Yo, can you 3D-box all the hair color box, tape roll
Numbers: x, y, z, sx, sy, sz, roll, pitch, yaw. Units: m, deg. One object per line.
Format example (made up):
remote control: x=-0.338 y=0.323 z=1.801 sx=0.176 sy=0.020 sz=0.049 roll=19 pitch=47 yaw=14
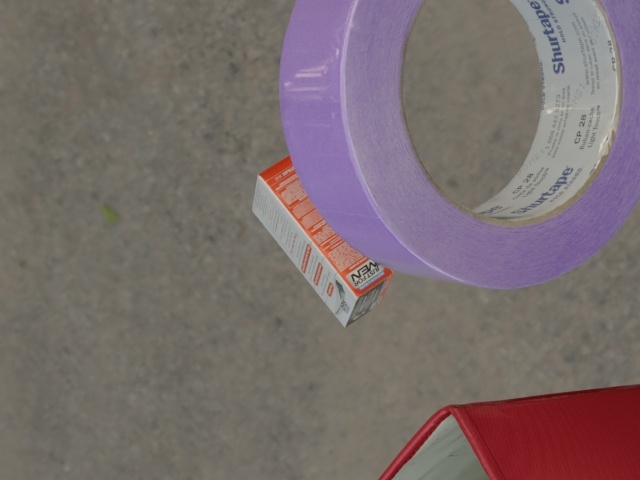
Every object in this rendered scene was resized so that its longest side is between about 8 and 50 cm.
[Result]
hair color box: x=0.000 y=0.000 z=1.351 sx=0.167 sy=0.053 sz=0.093 roll=52 pitch=161 yaw=14
tape roll: x=0.111 y=-0.106 z=0.908 sx=0.090 sy=0.275 sz=0.275 roll=8 pitch=125 yaw=60

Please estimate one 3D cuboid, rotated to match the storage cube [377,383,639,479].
storage cube: x=0.130 y=0.197 z=0.649 sx=0.183 sy=0.193 sz=0.215 roll=-56 pitch=48 yaw=39
